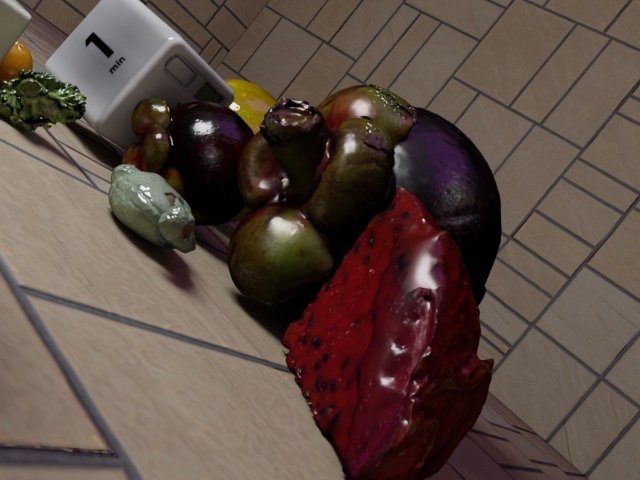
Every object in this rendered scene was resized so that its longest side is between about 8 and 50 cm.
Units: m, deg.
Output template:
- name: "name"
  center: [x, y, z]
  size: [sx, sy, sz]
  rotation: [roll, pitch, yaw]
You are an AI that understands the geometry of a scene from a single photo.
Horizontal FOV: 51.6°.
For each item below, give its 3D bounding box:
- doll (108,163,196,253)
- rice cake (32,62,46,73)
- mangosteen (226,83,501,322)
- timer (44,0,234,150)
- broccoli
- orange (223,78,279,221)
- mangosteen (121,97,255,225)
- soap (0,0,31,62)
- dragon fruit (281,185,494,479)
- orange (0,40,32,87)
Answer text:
- name: "doll"
  center: [-0.201, -0.037, 0.789]
  size: [0.214, 0.071, 0.103]
  rotation: [29, -18, 53]
- name: "rice cake"
  center: [-0.515, -0.294, 1.085]
  size: [0.211, 0.038, 0.124]
  rotation: [37, 4, -23]
- name: "mangosteen"
  center: [0.071, -0.019, 0.954]
  size: [0.381, 0.381, 0.421]
  rotation: [41, 10, 24]
- name: "timer"
  center: [-0.296, -0.262, 1.102]
  size: [0.195, 0.194, 0.192]
  rotation: [43, 2, 29]
- name: "broccoli"
  center: [-0.353, -0.174, 0.827]
  size: [0.097, 0.095, 0.092]
  rotation: [46, -11, -15]
- name: "orange"
  center: [-0.178, -0.173, 1.284]
  size: [0.235, 0.279, 0.279]
  rotation: [-4, 30, -33]
- name: "mangosteen"
  center: [-0.191, -0.118, 1.018]
  size: [0.210, 0.210, 0.210]
  rotation: [39, 3, -3]
- name: "soap"
  center: [-0.468, -0.293, 0.874]
  size: [0.183, 0.121, 0.064]
  rotation: [43, 6, 36]
- name: "dragon fruit"
  center: [0.062, 0.151, 0.695]
  size: [0.330, 0.240, 0.302]
  rotation: [-70, 140, -64]
- name: "orange"
  center: [-0.462, -0.264, 0.971]
  size: [0.083, 0.070, 0.083]
  rotation: [39, 8, -7]
